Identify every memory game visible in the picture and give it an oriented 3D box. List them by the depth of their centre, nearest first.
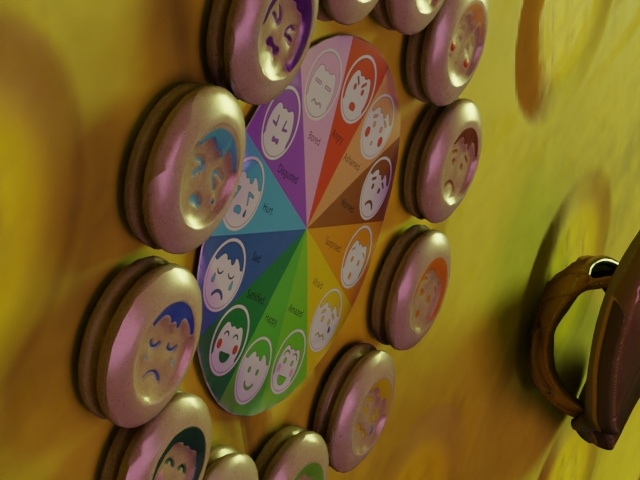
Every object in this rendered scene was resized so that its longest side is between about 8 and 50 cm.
[{"bbox_3d":[0.000,0.000,0.432,0.186,0.012,0.186,-44,144,-45],"label":"memory game"}]

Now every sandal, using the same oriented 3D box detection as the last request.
[{"bbox_3d":[0.102,0.034,0.638,0.072,0.049,0.180,-60,168,-12],"label":"sandal"}]
